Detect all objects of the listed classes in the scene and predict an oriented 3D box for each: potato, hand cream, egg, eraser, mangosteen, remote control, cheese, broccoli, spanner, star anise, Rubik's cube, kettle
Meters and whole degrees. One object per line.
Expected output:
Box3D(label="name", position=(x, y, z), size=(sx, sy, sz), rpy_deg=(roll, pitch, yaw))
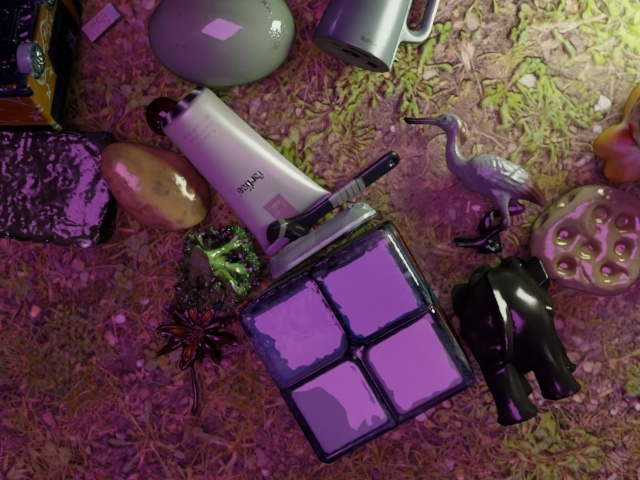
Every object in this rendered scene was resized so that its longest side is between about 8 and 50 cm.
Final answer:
Box3D(label="potato", position=(-0.329, -0.103, 1.446), size=(0.234, 0.128, 0.161), rpy_deg=(11, 81, -33))
Box3D(label="hand cream", position=(-0.155, -0.143, 1.440), size=(0.185, 0.118, 0.359), rpy_deg=(-43, 109, 7))
Box3D(label="egg", position=(-0.186, -0.395, 1.377), size=(0.282, 0.203, 0.203), rpy_deg=(-1, 96, 8))
Box3D(label="eraser", position=(-0.446, -0.447, 1.487), size=(0.083, 0.019, 0.038), rpy_deg=(-38, 90, 7))
Box3D(label="mangosteen", position=(-0.314, -0.253, 1.472), size=(0.080, 0.081, 0.081), rpy_deg=(1, 96, 5))
Box3D(label="remote control", position=(0.000, 0.000, 1.448), size=(0.247, 0.104, 0.052), rpy_deg=(-33, 86, 1))
Box3D(label="cheese", position=(0.522, 0.003, 1.402), size=(0.235, 0.117, 0.218), rpy_deg=(-18, 97, 9))
Box3D(label="broccoli", position=(-0.211, 0.055, 1.453), size=(0.195, 0.156, 0.196), rpy_deg=(-3, 83, 27))
Box3D(label="spanner", position=(0.031, -0.078, 1.472), size=(0.315, 0.024, 0.087), rpy_deg=(-35, 133, 3))
Box3D(label="star anise", position=(-0.275, 0.218, 1.512), size=(0.177, 0.073, 0.234), rpy_deg=(31, 81, -7))
Box3D(label="Rubik's cube", position=(0.071, 0.170, 1.362), size=(0.316, 0.313, 0.318), rpy_deg=(-29, 92, 7))
Box3D(label="kettle", position=(0.126, -0.452, 1.383), size=(0.210, 0.160, 0.243), rpy_deg=(23, 92, -16))

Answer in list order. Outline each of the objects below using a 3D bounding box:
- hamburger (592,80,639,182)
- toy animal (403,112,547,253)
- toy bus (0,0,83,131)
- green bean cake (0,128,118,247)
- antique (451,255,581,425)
Box3D(label="hamburger", position=(0.674, -0.202, 1.331), size=(0.302, 0.186, 0.261), rpy_deg=(-36, 94, -2))
Box3D(label="toy animal", position=(0.314, -0.128, 1.419), size=(0.195, 0.090, 0.324), rpy_deg=(-22, 96, 7))
Box3D(label="toy bus", position=(-0.564, -0.376, 1.370), size=(0.161, 0.194, 0.324), rpy_deg=(0, 68, 3))
Box3D(label="green bean cake", position=(-0.539, -0.113, 1.477), size=(0.254, 0.132, 0.241), rpy_deg=(5, 93, 0))
Box3D(label="antique", position=(0.358, 0.165, 1.334), size=(0.185, 0.322, 0.255), rpy_deg=(-24, 85, 17))
